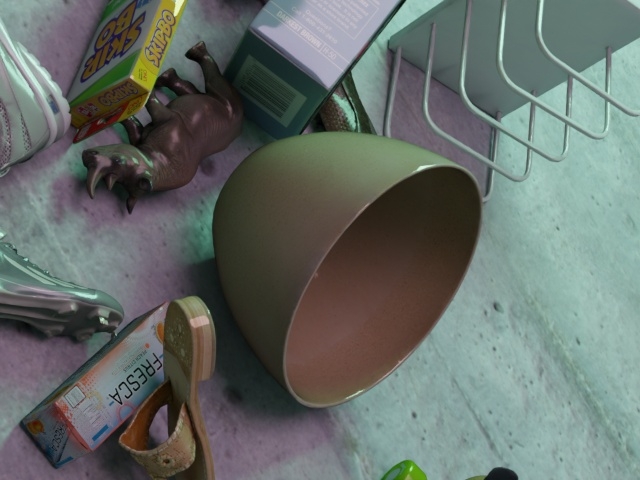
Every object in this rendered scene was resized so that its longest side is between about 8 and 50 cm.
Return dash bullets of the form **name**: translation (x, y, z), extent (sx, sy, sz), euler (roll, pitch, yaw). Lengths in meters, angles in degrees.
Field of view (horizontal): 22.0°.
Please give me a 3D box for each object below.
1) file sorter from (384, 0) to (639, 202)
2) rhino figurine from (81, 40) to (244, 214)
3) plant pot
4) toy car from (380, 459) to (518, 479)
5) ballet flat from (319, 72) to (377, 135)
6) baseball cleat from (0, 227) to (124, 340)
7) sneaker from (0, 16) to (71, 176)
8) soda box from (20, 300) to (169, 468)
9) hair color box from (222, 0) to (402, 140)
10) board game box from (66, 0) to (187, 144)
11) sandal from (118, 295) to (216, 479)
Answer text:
- **file sorter**: translation (0.234, -0.193, 1.953), extent (0.193, 0.277, 0.173), euler (29, 52, -28)
- **rhino figurine**: translation (-0.162, -0.106, 1.688), extent (0.106, 0.073, 0.243), euler (49, 45, -5)
- **plant pot**: translation (0.000, 0.000, 1.666), extent (0.191, 0.284, 0.284), euler (36, 34, 29)
- **toy car**: translation (0.155, 0.296, 1.663), extent (0.155, 0.188, 0.149), euler (46, 44, -12)
- **ballet flat**: translation (0.023, -0.133, 1.894), extent (0.084, 0.058, 0.250), euler (-1, 72, -66)
- **baseball cleat**: translation (-0.272, 0.031, 1.509), extent (0.206, 0.072, 0.109), euler (13, 52, -42)
- **sneaker**: translation (-0.354, -0.180, 1.528), extent (0.281, 0.105, 0.115), euler (47, 44, -13)
- **soda box**: translation (-0.193, 0.133, 1.528), extent (0.058, 0.063, 0.183), euler (55, 43, -8)
- **hair color box**: translation (0.049, -0.295, 1.802), extent (0.113, 0.185, 0.374), euler (37, 68, -2)
- **board game box**: translation (-0.186, -0.220, 1.671), extent (0.039, 0.124, 0.259), euler (34, 55, -30)
- **sandal**: translation (-0.147, 0.163, 1.487), extent (0.079, 0.240, 0.088), euler (-12, 32, -28)
